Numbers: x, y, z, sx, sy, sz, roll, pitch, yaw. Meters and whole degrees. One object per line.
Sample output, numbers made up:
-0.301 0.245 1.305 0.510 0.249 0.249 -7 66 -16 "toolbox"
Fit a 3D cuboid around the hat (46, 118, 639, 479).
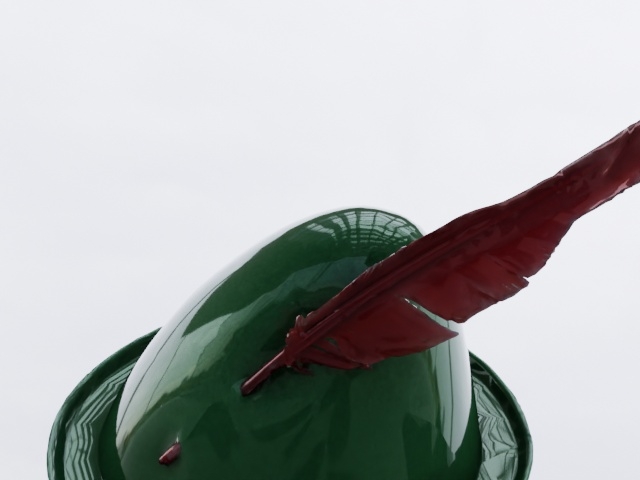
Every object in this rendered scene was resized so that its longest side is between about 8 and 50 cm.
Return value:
0.000 0.000 0.449 0.208 0.173 0.184 1 -59 4 "hat"
